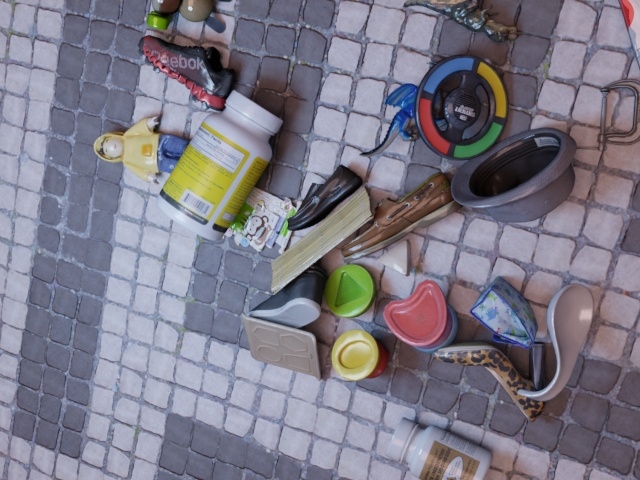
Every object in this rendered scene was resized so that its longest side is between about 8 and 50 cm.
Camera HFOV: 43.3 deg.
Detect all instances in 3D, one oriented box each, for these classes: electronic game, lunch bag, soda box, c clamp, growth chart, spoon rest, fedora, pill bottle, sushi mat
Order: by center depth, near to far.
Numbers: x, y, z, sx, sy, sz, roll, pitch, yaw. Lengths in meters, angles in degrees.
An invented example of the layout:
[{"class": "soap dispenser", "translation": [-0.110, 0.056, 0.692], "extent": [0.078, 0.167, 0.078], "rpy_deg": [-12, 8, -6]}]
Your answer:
[{"class": "soda box", "translation": [0.663, -0.473, 1.637], "extent": [0.098, 0.091, 0.286], "rpy_deg": [-16, 93, 22]}, {"class": "c clamp", "translation": [0.624, -0.266, 1.722], "extent": [0.137, 0.022, 0.161], "rpy_deg": [10, 102, 18]}, {"class": "fedora", "translation": [0.432, -0.122, 1.736], "extent": [0.275, 0.244, 0.124], "rpy_deg": [-28, 118, 17]}, {"class": "electronic game", "translation": [0.308, -0.289, 1.761], "extent": [0.229, 0.048, 0.229], "rpy_deg": [-4, 101, -20]}, {"class": "spoon rest", "translation": [0.526, 0.227, 1.766], "extent": [0.084, 0.137, 0.276], "rpy_deg": [22, 91, 56]}, {"class": "lunch bag", "translation": [0.421, 0.169, 1.808], "extent": [0.151, 0.129, 0.096], "rpy_deg": [40, 114, 8]}, {"class": "pill bottle", "translation": [0.280, 0.514, 1.914], "extent": [0.229, 0.131, 0.131], "rpy_deg": [23, 106, 15]}, {"class": "sushi mat", "translation": [0.000, 0.000, 1.921], "extent": [0.316, 0.151, 0.019], "rpy_deg": [-39, 112, 18]}, {"class": "pill bottle", "translation": [-0.236, -0.183, 1.943], "extent": [0.188, 0.188, 0.334], "rpy_deg": [34, 95, 12]}, {"class": "growth chart", "translation": [-0.169, -0.058, 2.042], "extent": [0.237, 0.021, 0.172], "rpy_deg": [21, 106, 16]}]

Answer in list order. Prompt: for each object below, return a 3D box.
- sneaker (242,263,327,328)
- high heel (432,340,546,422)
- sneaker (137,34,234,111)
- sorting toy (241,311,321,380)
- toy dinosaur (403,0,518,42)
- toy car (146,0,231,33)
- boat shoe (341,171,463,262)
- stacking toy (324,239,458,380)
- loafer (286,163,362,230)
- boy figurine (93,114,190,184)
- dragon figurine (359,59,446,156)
[{"class": "sneaker", "translation": [-0.080, 0.144, 2.010], "extent": [0.104, 0.147, 0.296], "rpy_deg": [35, 144, -23]}, {"class": "high heel", "translation": [0.387, 0.326, 1.842], "extent": [0.261, 0.093, 0.186], "rpy_deg": [0, 93, 0]}, {"class": "sneaker", "translation": [-0.324, -0.442, 1.994], "extent": [0.276, 0.097, 0.135], "rpy_deg": [37, 109, 9]}, {"class": "sorting toy", "translation": [-0.093, 0.260, 2.012], "extent": [0.208, 0.038, 0.193], "rpy_deg": [17, 143, 19]}, {"class": "toy dinosaur", "translation": [0.316, -0.526, 1.773], "extent": [0.268, 0.064, 0.118], "rpy_deg": [26, 113, 17]}, {"class": "toy car", "translation": [-0.315, -0.583, 1.975], "extent": [0.188, 0.149, 0.155], "rpy_deg": [12, 108, -12]}, {"class": "boat shoe", "translation": [0.173, -0.053, 1.878], "extent": [0.307, 0.111, 0.104], "rpy_deg": [-28, 90, 10]}, {"class": "stacking toy", "translation": [0.166, 0.176, 1.941], "extent": [0.309, 0.130, 0.279], "rpy_deg": [-26, 63, 19]}, {"class": "loafer", "translation": [0.000, -0.103, 1.950], "extent": [0.220, 0.080, 0.078], "rpy_deg": [-37, 79, 13]}, {"class": "boy figurine", "translation": [-0.448, -0.237, 2.077], "extent": [0.285, 0.092, 0.177], "rpy_deg": [13, 105, 14]}, {"class": "dragon figurine", "translation": [0.200, -0.304, 1.833], "extent": [0.289, 0.085, 0.144], "rpy_deg": [-28, 87, 17]}]
